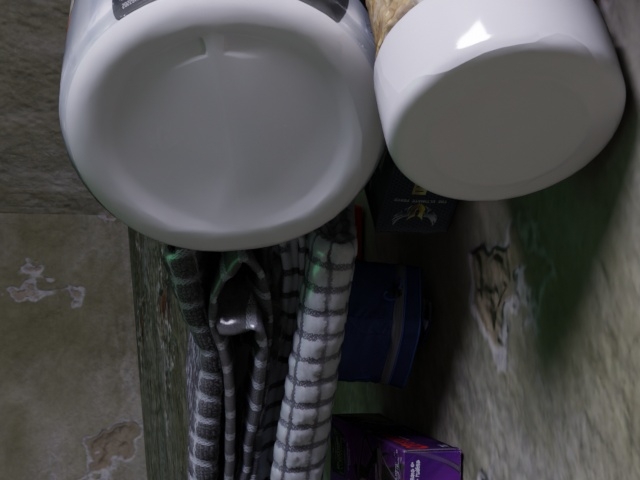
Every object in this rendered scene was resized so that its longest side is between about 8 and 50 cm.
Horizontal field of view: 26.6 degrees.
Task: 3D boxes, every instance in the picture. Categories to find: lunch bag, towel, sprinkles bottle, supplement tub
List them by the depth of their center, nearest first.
[{"bbox_3d":[0.071,-0.192,0.764,0.121,0.121,0.355,107,160,-50],"label":"sprinkles bottle"},{"bbox_3d":[-0.064,-0.155,0.881,0.316,0.193,0.194,-96,14,-53],"label":"supplement tub"},{"bbox_3d":[0.045,0.058,0.972,0.098,0.065,0.067,101,174,-53],"label":"lunch bag"},{"bbox_3d":[-0.048,0.043,0.994,0.284,0.121,0.235,-90,6,-63],"label":"towel"}]

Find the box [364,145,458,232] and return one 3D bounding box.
[{"bbox_3d":[0.060,-0.149,0.937,0.183,0.059,0.233,106,160,-45],"label":"box"}]

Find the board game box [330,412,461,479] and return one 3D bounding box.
[{"bbox_3d":[0.048,0.310,0.986,0.208,0.056,0.347,173,98,-81],"label":"board game box"}]

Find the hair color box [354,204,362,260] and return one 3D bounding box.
[{"bbox_3d":[0.000,0.000,1.213,0.141,0.043,0.072,-164,75,-77],"label":"hair color box"}]
